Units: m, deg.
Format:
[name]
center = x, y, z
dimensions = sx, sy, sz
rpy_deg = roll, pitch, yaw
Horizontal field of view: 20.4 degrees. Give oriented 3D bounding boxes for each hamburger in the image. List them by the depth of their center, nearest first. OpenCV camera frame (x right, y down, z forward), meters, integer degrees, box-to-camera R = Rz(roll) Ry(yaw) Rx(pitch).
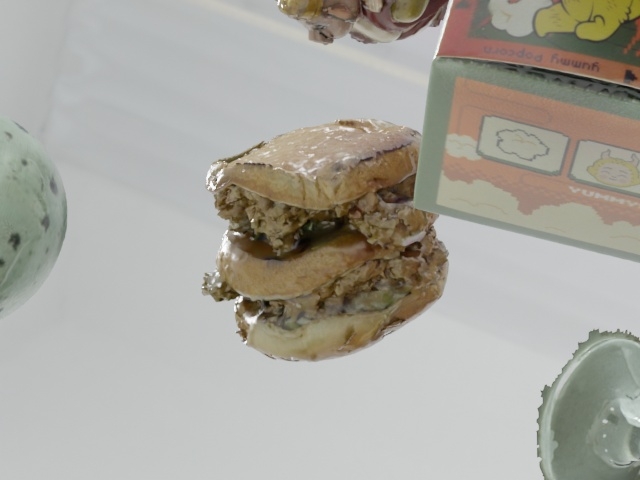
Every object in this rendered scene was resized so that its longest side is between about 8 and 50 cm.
[hamburger]
center = -0.004, -0.010, 1.810
dimensions = 0.245, 0.260, 0.211
rpy_deg = -129, 23, -68

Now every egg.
[egg]
center = -0.220, -0.009, 1.065
dimensions = 0.164, 0.131, 0.131
rpy_deg = -80, 3, -61

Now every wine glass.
[wine glass]
center = 0.299, 0.161, 1.228
dimensions = 0.143, 0.321, 0.143
rpy_deg = -10, -73, -34

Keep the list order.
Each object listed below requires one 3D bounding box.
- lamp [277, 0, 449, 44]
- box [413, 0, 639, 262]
[lamp]
center = 0.038, -0.198, 1.302
dimensions = 0.253, 0.118, 0.118
rpy_deg = -13, -54, -45
[box]
center = 0.153, -0.108, 0.825
dimensions = 0.148, 0.177, 0.195
rpy_deg = 91, -165, -62
